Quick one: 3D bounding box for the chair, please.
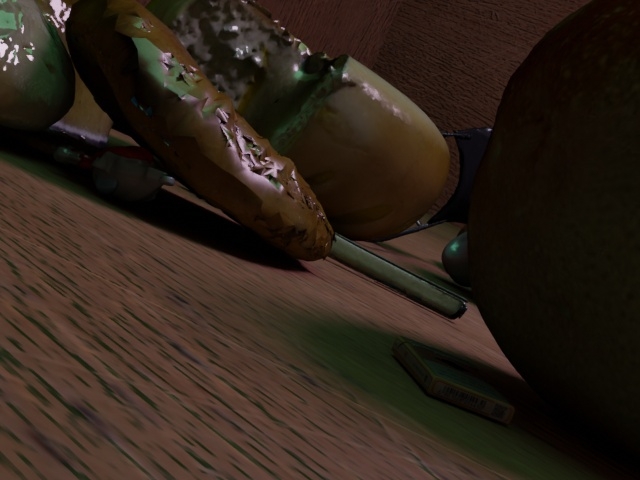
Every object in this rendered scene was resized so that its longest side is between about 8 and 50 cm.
[{"bbox_3d":[0.097,-0.088,1.429,0.221,0.140,0.145,-5,26,-44],"label":"chair"}]

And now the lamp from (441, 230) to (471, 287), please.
[{"bbox_3d":[0.281,0.021,1.239,0.247,0.247,0.301,55,-1,-24],"label":"lamp"}]

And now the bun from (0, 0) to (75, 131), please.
[{"bbox_3d":[-0.250,-0.142,0.838,0.183,0.102,0.183,16,10,-3],"label":"bun"}]

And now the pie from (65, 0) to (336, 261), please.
[{"bbox_3d":[-0.091,-0.076,0.892,0.273,0.069,0.273,46,-4,5],"label":"pie"}]

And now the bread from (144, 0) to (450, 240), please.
[{"bbox_3d":[-0.037,-0.110,1.188,0.333,0.160,0.333,31,-1,0],"label":"bread"}]

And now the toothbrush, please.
[{"bbox_3d":[-0.002,-0.002,1.026,0.294,0.026,0.028,26,-10,31],"label":"toothbrush"}]

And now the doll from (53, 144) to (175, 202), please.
[{"bbox_3d":[-0.131,-0.044,0.803,0.114,0.039,0.057,20,-22,50],"label":"doll"}]

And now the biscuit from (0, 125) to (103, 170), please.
[{"bbox_3d":[-0.187,-0.067,0.906,0.120,0.015,0.120,23,5,-2],"label":"biscuit"}]

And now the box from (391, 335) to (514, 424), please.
[{"bbox_3d":[0.067,0.070,0.634,0.046,0.012,0.083,21,6,-12],"label":"box"}]

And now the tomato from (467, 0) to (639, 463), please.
[{"bbox_3d":[0.219,-0.009,0.671,0.239,0.303,0.303,-17,31,-37],"label":"tomato"}]

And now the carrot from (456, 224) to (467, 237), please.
[{"bbox_3d":[0.205,0.015,1.504,0.087,0.087,0.193,24,7,5],"label":"carrot"}]

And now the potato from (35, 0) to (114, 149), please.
[{"bbox_3d":[-0.287,-0.217,1.048,0.300,0.196,0.246,24,6,-11],"label":"potato"}]
